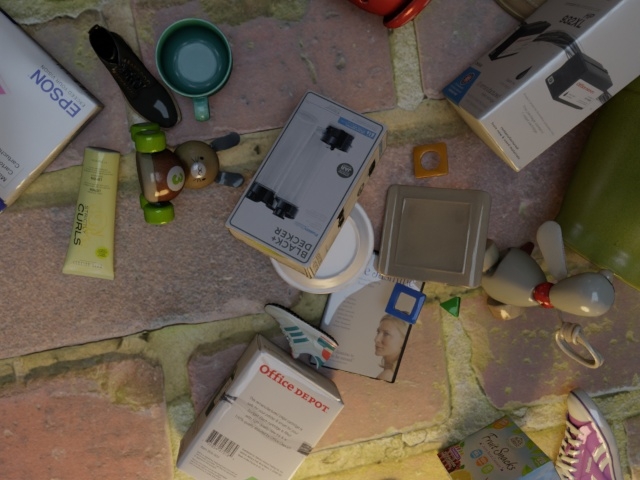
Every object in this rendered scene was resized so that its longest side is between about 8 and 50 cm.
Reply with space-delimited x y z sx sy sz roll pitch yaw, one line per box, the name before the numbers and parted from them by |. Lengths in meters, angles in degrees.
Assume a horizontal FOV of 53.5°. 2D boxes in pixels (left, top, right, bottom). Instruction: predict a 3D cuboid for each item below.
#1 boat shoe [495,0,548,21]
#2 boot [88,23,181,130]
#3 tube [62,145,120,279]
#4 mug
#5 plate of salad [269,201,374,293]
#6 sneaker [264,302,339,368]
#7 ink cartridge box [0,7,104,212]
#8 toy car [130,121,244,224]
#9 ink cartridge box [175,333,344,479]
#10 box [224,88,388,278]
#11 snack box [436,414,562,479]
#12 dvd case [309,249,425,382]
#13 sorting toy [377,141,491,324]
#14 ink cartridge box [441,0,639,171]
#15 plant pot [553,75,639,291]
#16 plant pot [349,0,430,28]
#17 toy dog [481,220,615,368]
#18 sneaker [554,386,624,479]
boat shoe | 0.352 -0.508 1.147 0.341 0.110 0.121 34 93 -10
boot | -0.322 -0.273 1.087 0.077 0.137 0.198 -42 102 0
tube | -0.407 -0.048 1.152 0.070 0.062 0.240 19 104 31
mug | -0.225 -0.302 1.114 0.129 0.097 0.157 26 95 -10
plate of salad | 0.000 0.000 1.185 0.200 0.048 0.199 -1 98 -5
sneaker | -0.049 0.184 1.215 0.161 0.057 0.075 32 88 2
ink cartridge box | -0.611 -0.232 1.094 0.324 0.071 0.330 44 90 -11
toy car | -0.229 -0.129 1.127 0.188 0.149 0.155 -9 113 -18
ink cartridge box | -0.115 0.349 1.215 0.198 0.115 0.273 35 93 -11
box | -0.019 -0.099 1.115 0.169 0.087 0.290 29 79 11
snack box | 0.343 0.447 1.238 0.175 0.207 0.070 -28 101 -1
dvd case | 0.097 0.146 1.258 0.180 0.022 0.253 15 96 -9
sorting toy | 0.217 -0.011 1.206 0.196 0.047 0.347 7 87 21
ink cartridge box | 0.390 -0.292 1.089 0.307 0.223 0.129 -40 112 12
plant pot | 0.612 -0.099 1.145 0.367 0.366 0.353 28 106 -10
plant pot | 0.117 -0.475 1.090 0.174 0.191 0.191 37 92 -19
toy dog | 0.413 0.062 1.163 0.161 0.334 0.220 -40 127 -17
sneaker | 0.527 0.453 1.319 0.161 0.102 0.282 -20 100 -1
